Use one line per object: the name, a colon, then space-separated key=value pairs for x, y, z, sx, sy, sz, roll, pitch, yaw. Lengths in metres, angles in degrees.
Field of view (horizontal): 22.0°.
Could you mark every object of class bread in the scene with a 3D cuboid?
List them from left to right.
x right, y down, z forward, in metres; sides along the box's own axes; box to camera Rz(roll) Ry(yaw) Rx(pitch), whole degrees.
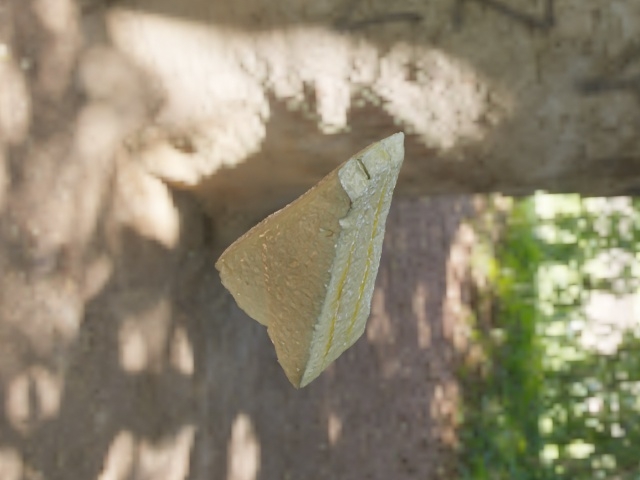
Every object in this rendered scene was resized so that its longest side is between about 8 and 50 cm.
bread: x=0.016 y=0.013 z=1.042 sx=0.105 sy=0.152 sz=0.077 roll=53 pitch=48 yaw=-2
